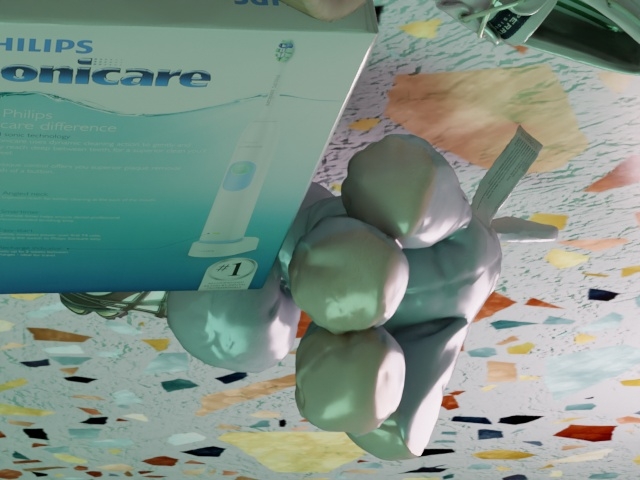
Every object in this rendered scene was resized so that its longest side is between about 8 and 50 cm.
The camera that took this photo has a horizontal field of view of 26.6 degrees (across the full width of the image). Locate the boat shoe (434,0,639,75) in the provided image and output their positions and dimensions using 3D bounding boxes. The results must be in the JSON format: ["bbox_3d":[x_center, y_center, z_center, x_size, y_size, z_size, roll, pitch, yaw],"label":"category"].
[{"bbox_3d":[0.114,-0.152,0.789,0.226,0.076,0.083,8,155,-21],"label":"boat shoe"}]

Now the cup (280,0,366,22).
[{"bbox_3d":[-0.047,-0.248,0.318,0.237,0.331,0.331,22,158,7],"label":"cup"}]

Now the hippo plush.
[{"bbox_3d":[0.000,0.000,1.030,0.236,0.294,0.234,16,146,31],"label":"hippo plush"}]

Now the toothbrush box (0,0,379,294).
[{"bbox_3d":[-0.113,-0.085,0.790,0.216,0.126,0.295,-1,153,-15],"label":"toothbrush box"}]

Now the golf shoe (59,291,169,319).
[{"bbox_3d":[-0.149,0.030,1.208,0.198,0.077,0.094,-6,156,9],"label":"golf shoe"}]
